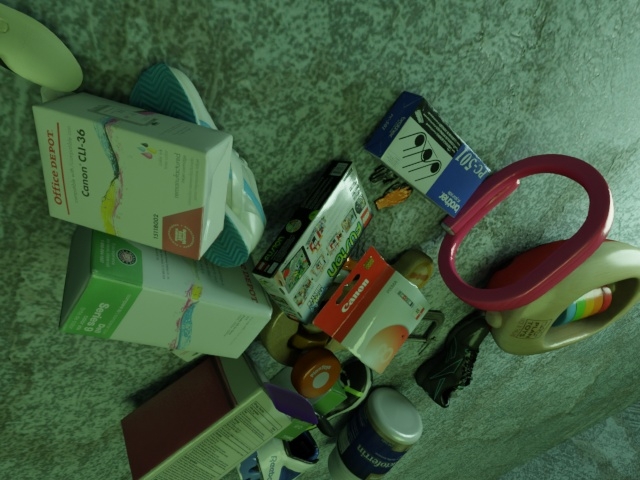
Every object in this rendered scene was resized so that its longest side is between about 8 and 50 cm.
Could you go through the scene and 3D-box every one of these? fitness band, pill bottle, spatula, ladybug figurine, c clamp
[{"bbox_3d":[0.323,-0.016,0.673,0.291,0.209,0.054,-45,131,12],"label":"fitness band"},{"bbox_3d":[0.132,0.522,1.053,0.153,0.153,0.265,11,120,-34],"label":"pill bottle"},{"bbox_3d":[-0.017,0.311,0.717,0.030,0.084,0.296,-68,152,-26],"label":"spatula"},{"bbox_3d":[0.542,0.114,0.926,0.449,0.162,0.305,-6,129,-24],"label":"ladybug figurine"},{"bbox_3d":[0.225,0.216,0.941,0.160,0.022,0.137,18,115,-36],"label":"c clamp"}]

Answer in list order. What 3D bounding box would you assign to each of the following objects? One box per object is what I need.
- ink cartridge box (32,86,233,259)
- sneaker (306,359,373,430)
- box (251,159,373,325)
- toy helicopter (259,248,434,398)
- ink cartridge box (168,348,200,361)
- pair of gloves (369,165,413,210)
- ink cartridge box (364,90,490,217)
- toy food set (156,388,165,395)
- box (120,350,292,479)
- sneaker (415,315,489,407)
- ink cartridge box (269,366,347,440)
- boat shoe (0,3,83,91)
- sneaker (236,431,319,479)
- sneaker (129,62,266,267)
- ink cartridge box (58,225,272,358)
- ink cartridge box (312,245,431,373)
[{"bbox_3d":[-0.195,-0.068,0.397,0.198,0.067,0.115,16,121,3],"label":"ink cartridge box"},{"bbox_3d":[0.011,0.342,0.892,0.234,0.084,0.097,-43,132,10],"label":"sneaker"},{"bbox_3d":[0.000,0.000,0.562,0.207,0.036,0.114,-56,140,-26],"label":"box"},{"bbox_3d":[0.057,0.087,0.705,0.355,0.140,0.235,-22,125,-25],"label":"toy helicopter"},{"bbox_3d":[-0.222,0.158,0.658,0.048,0.028,0.083,-31,134,-1],"label":"ink cartridge box"},{"bbox_3d":[0.115,-0.089,0.643,0.074,0.010,0.083,-26,133,-6],"label":"pair of gloves"},{"bbox_3d":[0.168,-0.121,0.612,0.207,0.046,0.097,26,103,-40],"label":"ink cartridge box"},{"bbox_3d":[-0.277,0.308,0.758,0.083,0.020,0.082,24,113,-39],"label":"toy food set"},{"bbox_3d":[-0.193,0.314,0.709,0.232,0.127,0.149,-34,134,-12],"label":"box"},{"bbox_3d":[0.355,0.306,1.027,0.101,0.106,0.267,14,117,-34],"label":"sneaker"},{"bbox_3d":[-0.060,0.326,0.824,0.209,0.109,0.062,-41,133,8],"label":"ink cartridge box"},{"bbox_3d":[-0.276,-0.177,0.350,0.133,0.042,0.049,27,85,-41],"label":"boat shoe"},{"bbox_3d":[-0.086,0.550,0.981,0.182,0.127,0.315,-19,131,-10],"label":"sneaker"},{"bbox_3d":[-0.134,-0.085,0.470,0.087,0.092,0.229,-9,117,21],"label":"sneaker"},{"bbox_3d":[-0.182,0.046,0.499,0.212,0.154,0.093,21,116,-38],"label":"ink cartridge box"},{"bbox_3d":[0.087,0.112,0.622,0.145,0.045,0.179,-51,136,-7],"label":"ink cartridge box"}]
